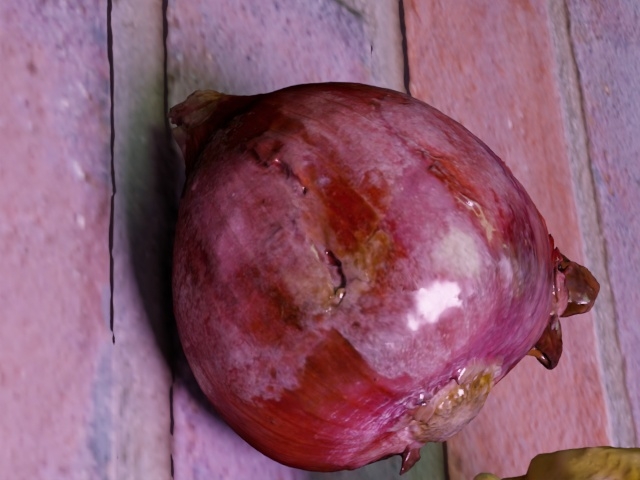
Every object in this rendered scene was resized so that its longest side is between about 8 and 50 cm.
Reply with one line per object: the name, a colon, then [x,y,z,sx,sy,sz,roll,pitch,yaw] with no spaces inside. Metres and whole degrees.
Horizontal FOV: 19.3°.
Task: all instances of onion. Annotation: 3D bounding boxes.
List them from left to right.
onion: [0.000,0.000,0.782,0.195,0.159,0.159,48,27,22]

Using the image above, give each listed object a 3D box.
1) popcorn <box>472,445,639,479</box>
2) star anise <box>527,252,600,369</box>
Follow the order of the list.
popcorn: [0.112,0.194,0.738,0.183,0.204,0.221,10,41,-35]
star anise: [0.042,-0.002,0.892,0.190,0.097,0.070,32,59,-14]
